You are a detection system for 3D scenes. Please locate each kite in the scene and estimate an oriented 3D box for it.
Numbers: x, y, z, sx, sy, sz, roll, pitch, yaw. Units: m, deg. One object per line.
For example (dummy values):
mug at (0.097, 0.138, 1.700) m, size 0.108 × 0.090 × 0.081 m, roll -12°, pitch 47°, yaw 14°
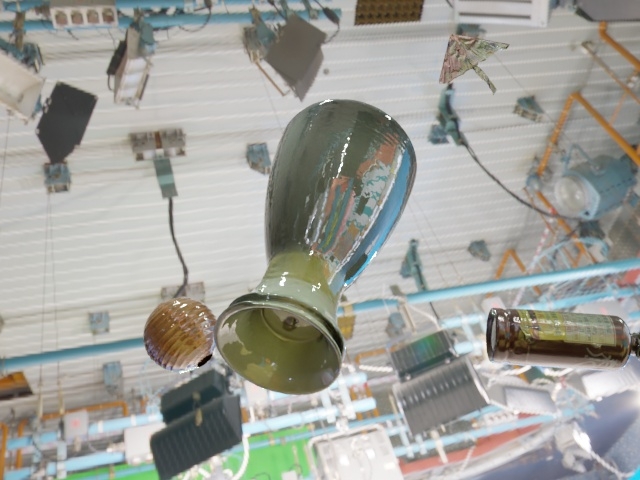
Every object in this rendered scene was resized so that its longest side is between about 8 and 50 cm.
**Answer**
kite at (0.268, -0.309, 1.120) m, size 0.139 × 0.011 × 0.157 m, roll -26°, pitch -50°, yaw 35°

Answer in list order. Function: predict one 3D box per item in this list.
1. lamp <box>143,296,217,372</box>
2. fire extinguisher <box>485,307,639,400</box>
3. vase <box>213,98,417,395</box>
lamp at (-0.243, 0.167, 1.123) m, size 0.137 × 0.136 × 0.136 m, roll -11°, pitch -42°, yaw -10°
fire extinguisher at (0.349, 0.145, 0.842) m, size 0.252 × 0.075 × 0.106 m, roll 3°, pitch -54°, yaw 4°
vase at (0.000, 0.000, 0.676) m, size 0.174 × 0.321 × 0.173 m, roll 9°, pitch -47°, yaw 9°
